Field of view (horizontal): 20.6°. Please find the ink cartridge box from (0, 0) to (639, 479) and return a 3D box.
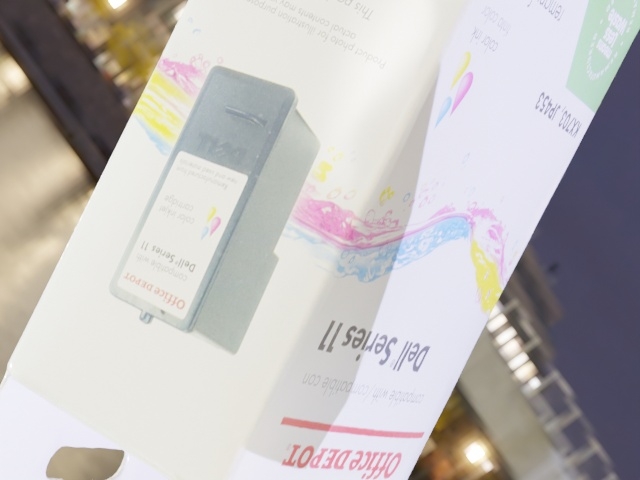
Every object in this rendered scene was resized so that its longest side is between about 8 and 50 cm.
[{"bbox_3d":[0.000,0.000,0.770,0.119,0.353,0.207,29,4,24],"label":"ink cartridge box"}]
